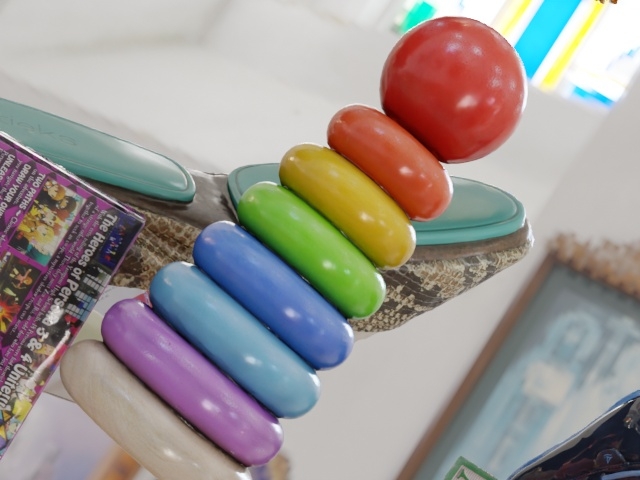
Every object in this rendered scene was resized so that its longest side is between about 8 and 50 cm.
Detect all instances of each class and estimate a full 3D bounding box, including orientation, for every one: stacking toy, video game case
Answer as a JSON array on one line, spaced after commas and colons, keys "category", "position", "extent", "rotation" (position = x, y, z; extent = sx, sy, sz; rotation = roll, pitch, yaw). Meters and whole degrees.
[{"category": "stacking toy", "position": [0.000, 0.000, 1.120], "extent": [0.141, 0.330, 0.141], "rotation": [41, -2, 2]}, {"category": "video game case", "position": [-0.261, 0.030, 1.217], "extent": [0.210, 0.232, 0.042], "rotation": [30, 5, -9]}]

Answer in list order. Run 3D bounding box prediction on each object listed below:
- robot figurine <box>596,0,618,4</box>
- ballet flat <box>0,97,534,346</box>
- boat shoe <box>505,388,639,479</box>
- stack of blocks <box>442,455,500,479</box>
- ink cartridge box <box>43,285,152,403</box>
[{"category": "robot figurine", "position": [0.129, -0.293, 1.407], "extent": [0.291, 0.085, 0.211], "rotation": [38, 7, 0]}, {"category": "ballet flat", "position": [-0.090, 0.012, 1.399], "extent": [0.482, 0.182, 0.164], "rotation": [9, 23, -14]}, {"category": "boat shoe", "position": [0.168, 0.191, 1.282], "extent": [0.109, 0.089, 0.258], "rotation": [25, -44, -2]}, {"category": "stack of blocks", "position": [0.061, 0.316, 1.458], "extent": [0.171, 0.297, 0.087], "rotation": [32, -24, 14]}, {"category": "ink cartridge box", "position": [-0.193, 0.039, 1.661], "extent": [0.127, 0.175, 0.072], "rotation": [-28, -30, 22]}]
